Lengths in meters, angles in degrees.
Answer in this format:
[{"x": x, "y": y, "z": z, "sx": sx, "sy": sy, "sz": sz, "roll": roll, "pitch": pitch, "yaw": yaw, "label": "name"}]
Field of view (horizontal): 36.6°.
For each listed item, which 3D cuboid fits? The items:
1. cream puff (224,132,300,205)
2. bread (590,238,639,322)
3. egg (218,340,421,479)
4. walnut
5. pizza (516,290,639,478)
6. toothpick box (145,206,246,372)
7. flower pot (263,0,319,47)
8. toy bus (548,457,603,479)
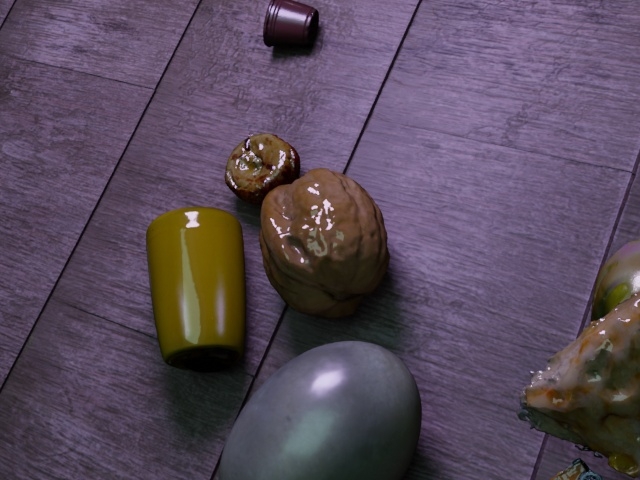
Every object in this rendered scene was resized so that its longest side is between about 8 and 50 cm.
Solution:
[{"x": -0.105, "y": -0.130, "z": 1.812, "sx": 0.149, "sy": 0.084, "sz": 0.149, "roll": -9, "pitch": 60, "yaw": 17, "label": "cream puff"}, {"x": 0.477, "y": 0.122, "z": 1.421, "sx": 0.158, "sy": 0.156, "sz": 0.261, "roll": -16, "pitch": 60, "yaw": 13, "label": "bread"}, {"x": 0.002, "y": 0.310, "z": 1.472, "sx": 0.352, "sy": 0.258, "sz": 0.258, "roll": -42, "pitch": 59, "yaw": -8, "label": "egg"}, {"x": 0.000, "y": 0.000, "z": 1.636, "sx": 0.224, "sy": 0.257, "sz": 0.257, "roll": -51, "pitch": 53, "yaw": 33, "label": "walnut"}, {"x": 0.517, "y": 0.183, "z": 1.286, "sx": 0.435, "sy": 0.080, "sz": 0.392, "roll": 24, "pitch": 111, "yaw": 15, "label": "pizza"}, {"x": -0.215, "y": 0.093, "z": 1.708, "sx": 0.175, "sy": 0.175, "sz": 0.271, "roll": -14, "pitch": 66, "yaw": 16, "label": "toothpick box"}, {"x": -0.053, "y": -0.429, "z": 1.921, "sx": 0.089, "sy": 0.111, "sz": 0.111, "roll": 15, "pitch": 73, "yaw": 11, "label": "flower pot"}, {"x": 0.391, "y": 0.412, "z": 1.367, "sx": 0.103, "sy": 0.091, "sz": 0.182, "roll": -36, "pitch": 57, "yaw": 6, "label": "toy bus"}]
